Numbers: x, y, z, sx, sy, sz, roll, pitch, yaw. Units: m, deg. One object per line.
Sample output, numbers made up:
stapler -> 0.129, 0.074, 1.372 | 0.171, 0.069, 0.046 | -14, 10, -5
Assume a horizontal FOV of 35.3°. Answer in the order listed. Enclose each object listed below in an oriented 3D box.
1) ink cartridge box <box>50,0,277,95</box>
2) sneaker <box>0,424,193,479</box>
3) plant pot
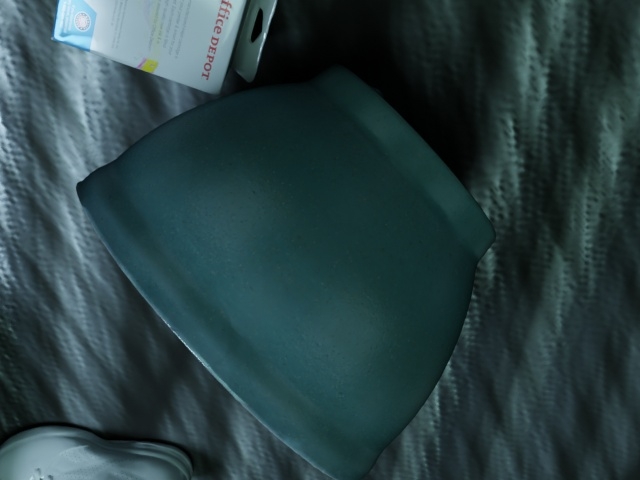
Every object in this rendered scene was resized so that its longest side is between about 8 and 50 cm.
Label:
ink cartridge box -> -0.103, -0.176, 0.716 | 0.143, 0.090, 0.092 | 19, 125, -5
sneaker -> -0.242, 0.248, 1.020 | 0.212, 0.094, 0.080 | 1, 125, 9
plant pot -> 0.000, 0.000, 0.727 | 0.196, 0.293, 0.293 | -42, 111, 2
